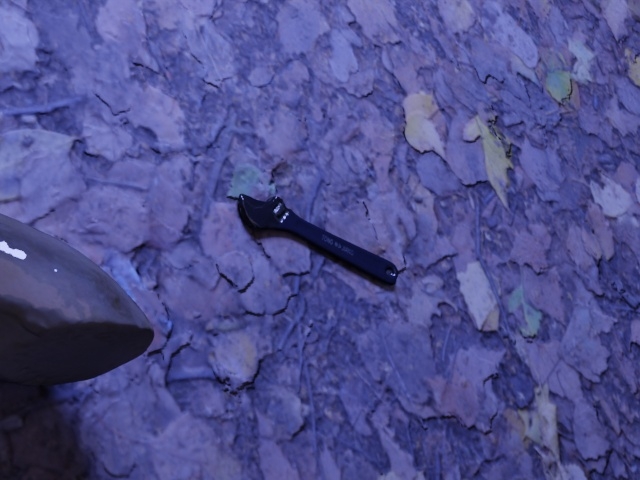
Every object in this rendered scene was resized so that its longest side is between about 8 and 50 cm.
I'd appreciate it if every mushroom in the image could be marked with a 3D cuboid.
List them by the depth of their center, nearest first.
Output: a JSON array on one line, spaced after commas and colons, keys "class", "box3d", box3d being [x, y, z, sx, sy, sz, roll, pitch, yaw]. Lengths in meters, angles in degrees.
[{"class": "mushroom", "box3d": [-0.292, 0.019, 0.975, 0.350, 0.128, 0.128, 34, 53, -20]}]

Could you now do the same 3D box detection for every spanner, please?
[{"class": "spanner", "box3d": [0.000, 0.000, 1.294, 0.208, 0.012, 0.046, 27, 57, -28]}]
